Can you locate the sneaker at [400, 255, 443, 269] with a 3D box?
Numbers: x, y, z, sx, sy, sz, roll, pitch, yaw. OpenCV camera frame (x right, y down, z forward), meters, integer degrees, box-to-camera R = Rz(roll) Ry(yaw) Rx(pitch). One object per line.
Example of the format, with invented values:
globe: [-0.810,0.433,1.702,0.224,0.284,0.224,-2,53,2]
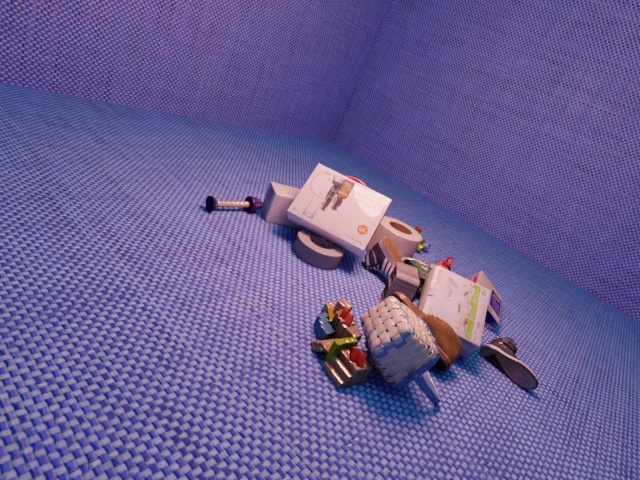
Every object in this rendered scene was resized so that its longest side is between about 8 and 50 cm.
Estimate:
sneaker: [0.473,0.148,1.915,0.283,0.110,0.122,15,-3,2]

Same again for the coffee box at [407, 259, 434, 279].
coffee box: [0.483,0.151,1.804,0.184,0.040,0.113,21,14,-10]

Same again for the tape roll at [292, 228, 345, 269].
tape roll: [-0.007,0.036,1.768,0.219,0.072,0.219,20,23,-9]

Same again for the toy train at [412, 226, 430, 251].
toy train: [0.534,0.009,2.346,0.143,0.105,0.248,49,31,21]

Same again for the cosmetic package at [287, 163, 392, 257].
cosmetic package: [0.083,-0.138,1.809,0.377,0.284,0.097,27,-19,9]

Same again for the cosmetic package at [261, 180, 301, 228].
cosmetic package: [-0.167,-0.169,1.957,0.183,0.151,0.151,13,26,-24]

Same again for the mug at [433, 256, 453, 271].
mug: [0.620,0.155,2.050,0.113,0.150,0.169,62,23,1]

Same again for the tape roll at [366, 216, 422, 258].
tape roll: [0.373,0.006,2.085,0.246,0.169,0.246,20,23,-9]

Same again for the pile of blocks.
pile of blocks: [0.055,0.277,1.250,0.149,0.113,0.362,16,24,-19]

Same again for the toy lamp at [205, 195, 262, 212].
toy lamp: [-0.380,-0.165,1.835,0.274,0.080,0.080,-2,34,-49]

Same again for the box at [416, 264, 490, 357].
box: [0.494,0.264,1.550,0.231,0.127,0.262,25,54,4]

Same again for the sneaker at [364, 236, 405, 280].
sneaker: [0.298,0.140,1.824,0.099,0.153,0.282,3,57,-45]

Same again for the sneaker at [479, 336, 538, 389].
sneaker: [0.747,0.460,1.564,0.163,0.086,0.226,-5,35,-45]

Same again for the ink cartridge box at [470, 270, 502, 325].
ink cartridge box: [0.790,0.276,1.957,0.176,0.069,0.371,55,26,5]

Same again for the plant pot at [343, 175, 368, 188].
plant pot: [0.114,-0.147,2.006,0.275,0.275,0.243,28,-10,10]

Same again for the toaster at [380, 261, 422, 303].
toaster: [0.319,0.198,1.619,0.110,0.168,0.186,22,21,2]

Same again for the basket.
basket: [0.256,0.332,1.252,0.289,0.201,0.255,46,12,-23]

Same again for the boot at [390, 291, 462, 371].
boot: [0.361,0.290,1.407,0.115,0.112,0.305,-34,80,-23]

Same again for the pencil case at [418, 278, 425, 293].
pencil case: [0.480,0.211,1.842,0.209,0.095,0.098,14,6,-26]
